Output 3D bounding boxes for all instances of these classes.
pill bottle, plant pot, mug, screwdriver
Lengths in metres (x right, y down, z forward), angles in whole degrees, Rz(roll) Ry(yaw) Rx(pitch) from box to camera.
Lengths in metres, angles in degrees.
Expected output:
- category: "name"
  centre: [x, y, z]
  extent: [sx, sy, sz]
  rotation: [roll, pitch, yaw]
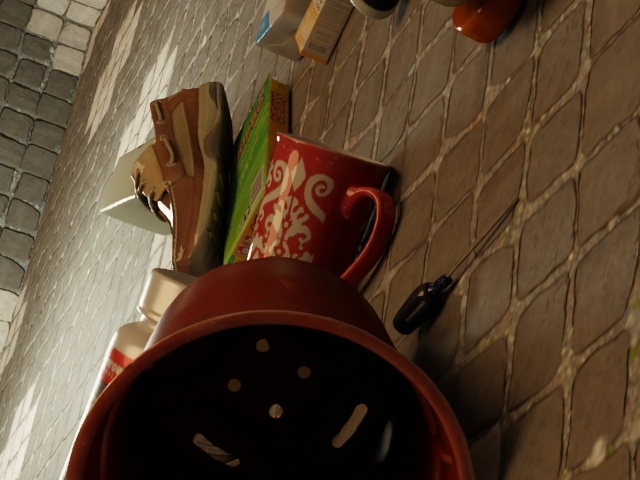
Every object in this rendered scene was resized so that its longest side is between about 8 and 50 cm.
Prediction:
- category: "pill bottle"
  centre: [-0.160, 0.181, 1.760]
  extent: [0.161, 0.161, 0.283]
  rotation: [-148, 78, -74]
- category: "plant pot"
  centre: [-0.036, 0.142, 1.250]
  extent: [0.265, 0.272, 0.272]
  rotation: [-96, 29, -75]
- category: "mug"
  centre: [-0.010, -0.003, 1.580]
  extent: [0.150, 0.113, 0.169]
  rotation: [-140, 68, -76]
- category: "screwdriver"
  centre: [0.107, 0.022, 1.324]
  extent: [0.170, 0.024, 0.025]
  rotation: [-46, 57, 42]

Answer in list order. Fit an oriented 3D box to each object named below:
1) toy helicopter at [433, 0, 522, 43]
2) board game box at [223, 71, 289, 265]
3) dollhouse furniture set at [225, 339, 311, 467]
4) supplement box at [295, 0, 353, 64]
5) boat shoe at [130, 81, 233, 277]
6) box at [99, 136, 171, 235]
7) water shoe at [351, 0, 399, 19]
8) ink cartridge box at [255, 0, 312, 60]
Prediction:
- category: "toy helicopter"
  centre: [0.154, -0.355, 1.414]
  extent: [0.235, 0.140, 0.355]
  rotation: [-40, 31, 58]
- category: "board game box"
  centre: [-0.076, -0.087, 2.048]
  extent: [0.259, 0.039, 0.124]
  rotation: [-94, 28, -52]
- category: "dollhouse furniture set"
  centre: [-0.073, 0.171, 1.511]
  extent: [0.151, 0.144, 0.123]
  rotation: [71, 159, 3]
- category: "supplement box"
  centre: [0.008, -0.262, 1.977]
  extent: [0.062, 0.036, 0.098]
  rotation: [-105, 38, -63]
- category: "boat shoe"
  centre: [-0.172, -0.067, 2.120]
  extent: [0.324, 0.116, 0.123]
  rotation: [-91, -5, -48]
- category: "box"
  centre: [-0.223, -0.073, 2.401]
  extent: [0.275, 0.113, 0.094]
  rotation: [-8, 62, 71]
- category: "water shoe"
  centre: [0.080, -0.326, 1.743]
  extent: [0.080, 0.073, 0.203]
  rotation: [-19, 53, 68]
- category: "ink cartridge box"
  centre: [-0.018, -0.324, 2.099]
  extent: [0.104, 0.060, 0.180]
  rotation: [140, 147, -62]
